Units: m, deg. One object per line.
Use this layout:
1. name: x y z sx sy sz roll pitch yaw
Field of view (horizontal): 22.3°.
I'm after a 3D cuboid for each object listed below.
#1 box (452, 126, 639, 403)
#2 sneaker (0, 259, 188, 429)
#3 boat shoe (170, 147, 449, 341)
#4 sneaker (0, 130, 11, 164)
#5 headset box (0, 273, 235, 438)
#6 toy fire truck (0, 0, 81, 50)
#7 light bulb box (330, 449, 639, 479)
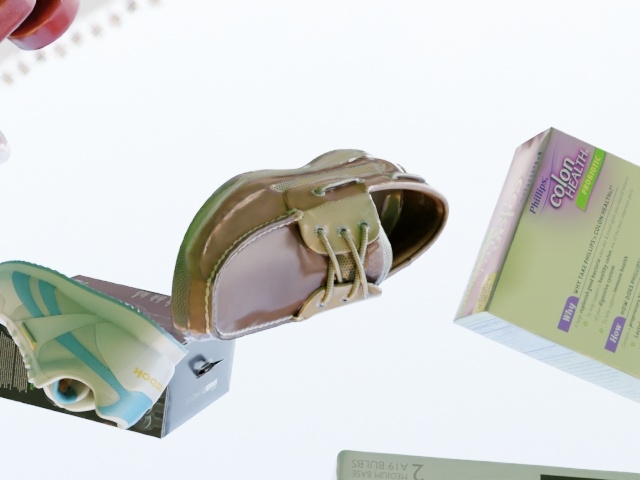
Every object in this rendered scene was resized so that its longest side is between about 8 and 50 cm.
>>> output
1. box: 0.297 0.032 1.724 0.117 0.243 0.213 149 -37 -74
2. sneaker: -0.219 0.084 1.361 0.228 0.087 0.092 18 -109 40
3. boat shoe: 0.000 0.000 1.308 0.116 0.123 0.324 13 -154 29
4. sneaker: -0.445 -0.130 2.020 0.134 0.070 0.051 28 -81 14
5. headset box: -0.273 0.158 2.263 0.283 0.246 0.131 12 -76 17
6. toy fire truck: -0.429 -0.271 1.781 0.254 0.169 0.302 -43 -133 3
7. light bulb box: 0.170 0.419 1.549 0.358 0.225 0.361 4 -121 -2
